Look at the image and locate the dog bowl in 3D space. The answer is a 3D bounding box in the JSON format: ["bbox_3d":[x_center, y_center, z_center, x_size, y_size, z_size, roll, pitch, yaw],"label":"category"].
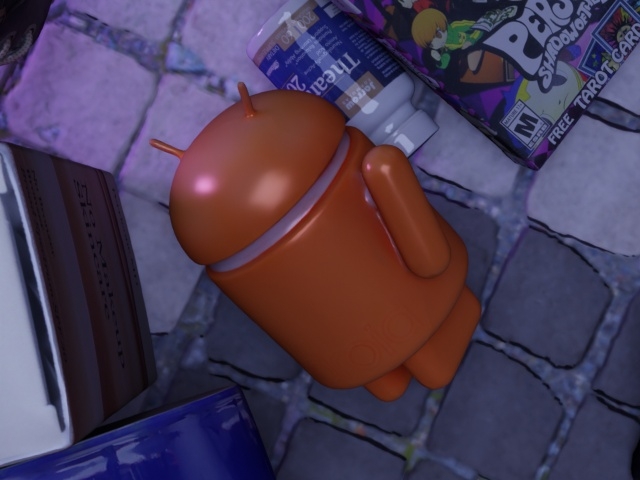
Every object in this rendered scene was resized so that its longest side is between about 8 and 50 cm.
[{"bbox_3d":[-0.151,0.170,0.814,0.265,0.265,0.104,-18,87,1],"label":"dog bowl"}]

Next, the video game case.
[{"bbox_3d":[0.126,-0.194,0.884,0.210,0.042,0.232,38,90,-24],"label":"video game case"}]

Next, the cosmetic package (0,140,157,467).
[{"bbox_3d":[-0.181,0.037,0.800,0.129,0.296,0.153,-13,91,0],"label":"cosmetic package"}]

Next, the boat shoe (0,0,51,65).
[{"bbox_3d":[-0.200,-0.152,0.807,0.132,0.130,0.355,-1,47,18],"label":"boat shoe"}]

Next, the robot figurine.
[{"bbox_3d":[0.001,-0.001,0.863,0.128,0.158,0.219,-45,109,-1],"label":"robot figurine"}]

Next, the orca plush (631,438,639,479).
[{"bbox_3d":[0.252,0.144,0.914,0.151,0.102,0.287,-31,102,-43],"label":"orca plush"}]

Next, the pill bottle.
[{"bbox_3d":[0.016,-0.097,0.910,0.067,0.067,0.120,-43,89,0],"label":"pill bottle"}]
